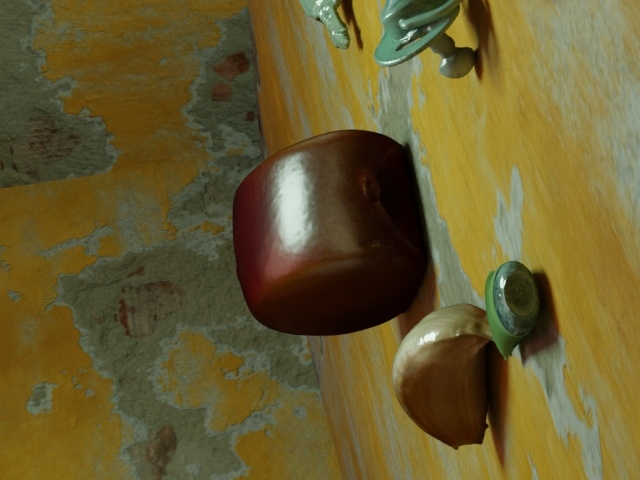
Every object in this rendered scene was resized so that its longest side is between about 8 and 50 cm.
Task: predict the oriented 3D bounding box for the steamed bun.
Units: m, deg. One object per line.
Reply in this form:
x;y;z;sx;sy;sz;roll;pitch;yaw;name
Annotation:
0.000;0.000;2.165;0.379;0.248;0.235;98;163;-73;steamed bun

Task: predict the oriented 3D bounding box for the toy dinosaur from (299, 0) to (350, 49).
-0.011;-0.460;2.421;0.393;0.092;0.205;-112;10;-56;toy dinosaur

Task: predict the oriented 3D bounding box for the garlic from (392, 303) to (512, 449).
0.138;0.136;1.722;0.207;0.115;0.128;93;173;-50;garlic

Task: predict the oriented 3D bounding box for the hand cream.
0.185;0.063;1.506;0.175;0.046;0.095;78;-179;-80;hand cream

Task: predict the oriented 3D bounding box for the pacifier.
0.121;-0.216;1.560;0.116;0.126;0.150;46;-152;-22;pacifier
